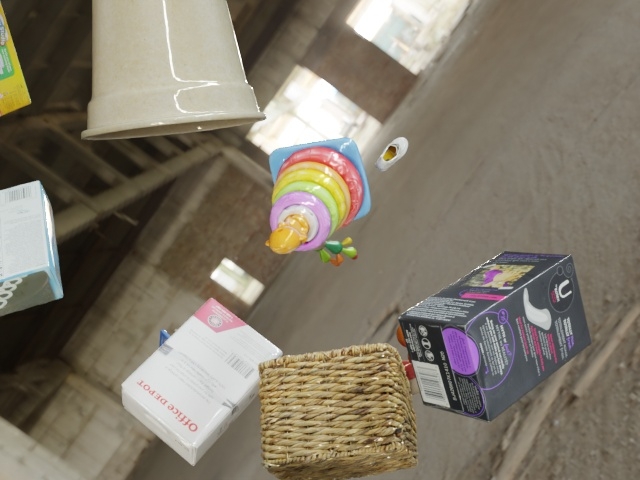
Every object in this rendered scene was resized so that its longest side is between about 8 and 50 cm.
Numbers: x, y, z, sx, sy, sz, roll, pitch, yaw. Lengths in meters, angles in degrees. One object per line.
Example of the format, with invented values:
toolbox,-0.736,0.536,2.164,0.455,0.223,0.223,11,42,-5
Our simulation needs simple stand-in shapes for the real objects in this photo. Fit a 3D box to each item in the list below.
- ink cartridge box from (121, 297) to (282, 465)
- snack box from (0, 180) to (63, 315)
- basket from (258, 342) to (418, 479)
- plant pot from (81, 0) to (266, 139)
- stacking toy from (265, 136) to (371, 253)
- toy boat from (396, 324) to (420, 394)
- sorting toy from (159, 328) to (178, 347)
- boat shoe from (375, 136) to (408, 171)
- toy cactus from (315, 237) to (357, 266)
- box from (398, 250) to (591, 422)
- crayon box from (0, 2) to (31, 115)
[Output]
ink cartridge box,-0.249,0.292,1.748,0.283,0.207,0.117,-45,-16,-32
snack box,-0.492,0.040,1.029,0.187,0.321,0.060,-117,14,-47
basket,0.041,0.356,1.686,0.213,0.299,0.223,56,-155,-58
plant pot,-0.281,-0.351,1.496,0.334,0.333,0.306,-104,7,-85
stacking toy,-0.026,-0.048,1.406,0.175,0.166,0.302,-8,23,16
toy boat,0.210,0.246,1.796,0.231,0.151,0.151,-29,-12,32
sorting toy,-0.342,0.357,2.318,0.047,0.347,0.196,-15,-67,-38
boat shoe,0.143,-0.174,1.615,0.100,0.035,0.035,-44,-9,-35
toy cactus,0.000,0.000,2.320,0.112,0.218,0.180,-64,-7,-6
box,0.279,0.141,1.308,0.270,0.165,0.143,-26,17,-34
crayon box,-0.844,-0.444,2.059,0.165,0.081,0.279,-37,-49,-40
